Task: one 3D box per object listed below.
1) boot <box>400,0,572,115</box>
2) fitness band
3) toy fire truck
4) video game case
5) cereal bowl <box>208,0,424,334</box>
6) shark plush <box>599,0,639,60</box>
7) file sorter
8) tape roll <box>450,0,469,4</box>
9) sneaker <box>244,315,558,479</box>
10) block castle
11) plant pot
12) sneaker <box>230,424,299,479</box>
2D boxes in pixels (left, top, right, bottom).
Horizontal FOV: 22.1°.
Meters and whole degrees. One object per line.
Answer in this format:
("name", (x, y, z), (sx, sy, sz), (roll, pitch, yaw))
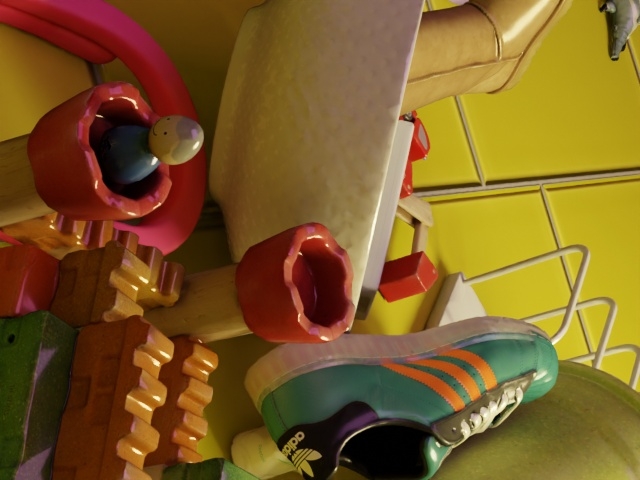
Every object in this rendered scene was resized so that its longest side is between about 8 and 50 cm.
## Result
("boot", (0.126, -0.212, 1.589), (0.269, 0.236, 0.089), (-17, 47, -43))
("fitness band", (-0.190, -0.089, 1.229), (0.291, 0.054, 0.209), (19, 58, -53))
("toy fire truck", (0.081, -0.043, 1.652), (0.135, 0.047, 0.192), (58, 32, -23))
("video game case", (0.056, -0.016, 1.499), (0.143, 0.019, 0.157), (100, 3, -76))
("cereal bowl", (-0.007, -0.096, 1.343), (0.339, 0.141, 0.339), (12, 90, -89))
("shark plush", (0.434, -0.335, 2.423), (0.067, 0.073, 0.161), (24, 73, -28))
("file sorter", (0.242, 0.175, 1.670), (0.278, 0.173, 0.193), (59, 33, -21))
("tape roll", (0.172, -0.384, 1.963), (0.189, 0.080, 0.189), (34, 47, -45))
("sneaker", (0.085, 0.142, 1.331), (0.302, 0.108, 0.121), (-4, 55, -34))
("block castle", (-0.117, 0.155, 1.011), (0.303, 0.212, 0.453), (37, 51, -45))
("plant pot", (0.156, 0.268, 1.424), (0.254, 0.276, 0.276), (-17, 88, -48))
("sneaker", (-0.011, 0.168, 1.369), (0.152, 0.061, 0.054), (-13, 83, -61))
